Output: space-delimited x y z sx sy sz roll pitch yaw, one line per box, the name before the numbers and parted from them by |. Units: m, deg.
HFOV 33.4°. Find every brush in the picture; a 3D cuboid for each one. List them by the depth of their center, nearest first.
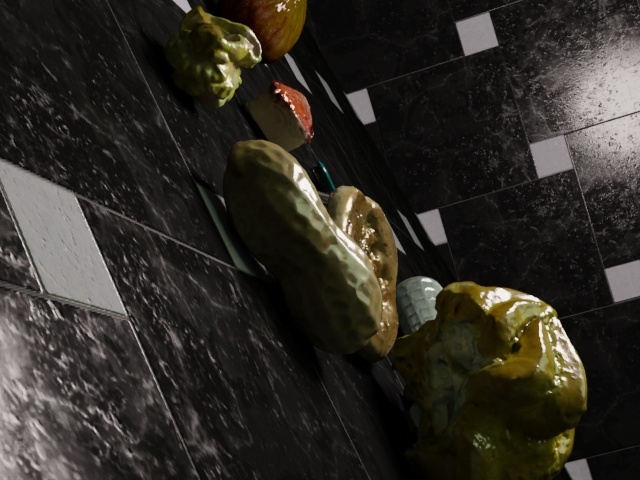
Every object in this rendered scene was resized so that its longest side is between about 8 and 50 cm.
brush | 0.012 -0.099 2.102 0.043 0.032 0.193 59 -3 26

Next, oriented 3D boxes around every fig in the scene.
fig | -0.083 -0.492 2.120 0.191 0.290 0.190 35 0 0

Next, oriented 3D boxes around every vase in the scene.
vase | 0.207 0.183 1.924 0.143 0.143 0.299 53 8 -30

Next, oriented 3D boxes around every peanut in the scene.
peanut | -0.023 0.004 1.333 0.298 0.120 0.136 57 14 -10

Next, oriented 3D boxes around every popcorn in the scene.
popcorn | -0.155 -0.255 1.488 0.126 0.126 0.145 35 23 10

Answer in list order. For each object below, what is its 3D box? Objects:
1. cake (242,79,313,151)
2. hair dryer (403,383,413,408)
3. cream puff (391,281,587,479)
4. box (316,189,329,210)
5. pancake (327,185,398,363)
cake | -0.077 -0.239 1.889 0.116 0.086 0.220 57 11 -24
hair dryer | 0.193 0.328 1.667 0.114 0.070 0.248 52 21 -39
cream puff | 0.269 0.232 1.539 0.274 0.270 0.323 38 34 -40
box | -0.007 -0.054 1.659 0.115 0.036 0.177 24 6 16
pancake | 0.066 0.050 1.586 0.282 0.049 0.282 -9 90 -71
